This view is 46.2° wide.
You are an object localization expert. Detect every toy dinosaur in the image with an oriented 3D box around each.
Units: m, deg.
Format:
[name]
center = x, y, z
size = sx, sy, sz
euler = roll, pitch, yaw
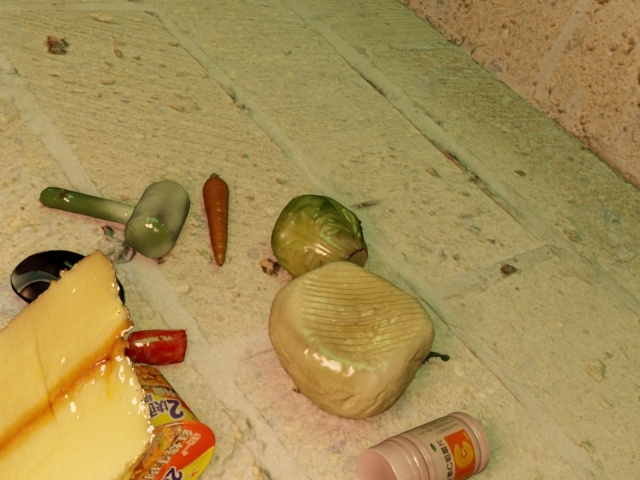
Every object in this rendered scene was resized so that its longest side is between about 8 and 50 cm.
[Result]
[toy dinosaur]
center = 0.227, 0.263, 1.739
size = 0.154, 0.049, 0.055
euler = 8, 37, -12

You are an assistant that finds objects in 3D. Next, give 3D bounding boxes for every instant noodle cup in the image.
[instant noodle cup]
center = -0.309, 0.322, 1.269
size = 0.213, 0.213, 0.174
euler = -8, 40, -35

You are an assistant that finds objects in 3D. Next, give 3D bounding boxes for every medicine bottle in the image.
[medicine bottle]
center = 0.202, 0.428, 1.460
size = 0.250, 0.133, 0.133
euler = -8, 48, -36

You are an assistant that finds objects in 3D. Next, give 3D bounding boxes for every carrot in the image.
[carrot]
center = -0.253, -0.056, 1.863
size = 0.069, 0.069, 0.336
euler = 7, 43, -21

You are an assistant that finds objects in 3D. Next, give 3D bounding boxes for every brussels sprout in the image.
[brussels sprout]
center = 0.000, 0.000, 1.820
size = 0.244, 0.244, 0.244
euler = 15, 38, -12

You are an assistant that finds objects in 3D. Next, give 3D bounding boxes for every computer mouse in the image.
[computer mouse]
center = -0.509, 0.085, 1.524
size = 0.233, 0.096, 0.137
euler = 21, 37, -2

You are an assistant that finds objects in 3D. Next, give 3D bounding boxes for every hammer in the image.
[hammer]
center = -0.481, -0.077, 1.736
size = 0.336, 0.118, 0.206
euler = 13, 36, -4

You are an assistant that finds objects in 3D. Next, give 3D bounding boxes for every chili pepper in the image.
[chili pepper]
center = -0.329, 0.212, 1.490
size = 0.123, 0.073, 0.070
euler = 2, 75, -22

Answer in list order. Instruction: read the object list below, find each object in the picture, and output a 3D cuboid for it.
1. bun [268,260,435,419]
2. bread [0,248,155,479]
[bun]
center = 0.055, 0.216, 1.558
size = 0.349, 0.227, 0.352
euler = 2, 40, -26
[bread]
center = -0.420, 0.276, 1.078
size = 0.242, 0.405, 0.345
euler = -7, 53, -49
